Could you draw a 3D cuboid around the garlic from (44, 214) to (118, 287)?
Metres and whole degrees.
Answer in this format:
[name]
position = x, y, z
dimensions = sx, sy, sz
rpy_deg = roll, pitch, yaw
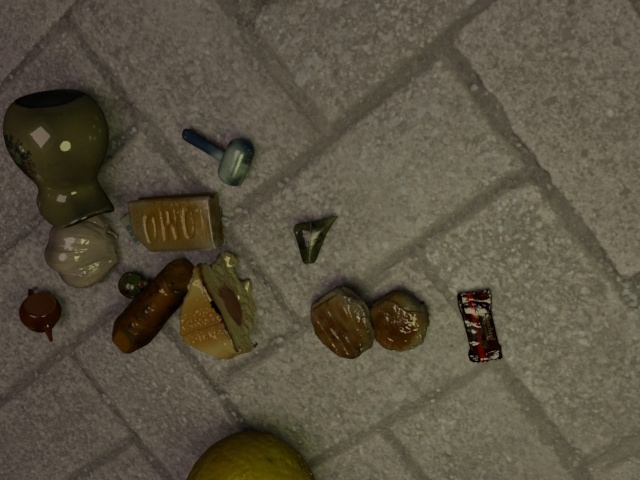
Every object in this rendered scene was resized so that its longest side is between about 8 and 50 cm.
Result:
[garlic]
position = -0.647, 0.019, 1.761
dimensions = 0.178, 0.143, 0.229
rpy_deg = 0, 97, 19

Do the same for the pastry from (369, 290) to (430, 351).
[pastry]
position = 0.185, 0.195, 1.587
dimensions = 0.153, 0.081, 0.153
rpy_deg = 5, 110, 13

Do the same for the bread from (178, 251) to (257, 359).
[bread]
position = -0.231, 0.175, 1.654
dimensions = 0.211, 0.183, 0.224
rpy_deg = 30, 114, 5

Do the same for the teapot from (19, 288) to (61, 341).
[teapot]
position = -0.795, 0.210, 1.884
dimensions = 0.173, 0.116, 0.116
rpy_deg = 50, 115, 28

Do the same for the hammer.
[hammer]
position = -0.256, -0.220, 1.614
dimensions = 0.194, 0.069, 0.116
rpy_deg = 31, 113, 12

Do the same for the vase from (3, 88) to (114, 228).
[vase]
position = -0.671, -0.223, 1.677
dimensions = 0.329, 0.241, 0.302
rpy_deg = 23, 128, 39

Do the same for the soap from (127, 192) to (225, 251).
[soap]
position = -0.366, -0.045, 1.691
dimensions = 0.232, 0.073, 0.140
rpy_deg = -2, 100, 18

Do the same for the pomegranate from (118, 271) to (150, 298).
[pomegranate]
position = -0.500, 0.123, 1.780
dimensions = 0.084, 0.073, 0.073
rpy_deg = 23, 111, 20

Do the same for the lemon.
[lemon]
position = -0.189, 0.676, 1.687
dimensions = 0.349, 0.387, 0.350
rpy_deg = 16, 127, 22

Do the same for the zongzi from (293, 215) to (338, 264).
[zongzi]
position = 0.000, 0.000, 1.610
dimensions = 0.113, 0.052, 0.104
rpy_deg = -14, 109, 7

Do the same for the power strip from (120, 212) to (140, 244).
[power strip]
position = -0.495, -0.033, 1.763
dimensions = 0.040, 0.016, 0.090
rpy_deg = -29, 96, 22

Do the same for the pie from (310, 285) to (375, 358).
[pie]
position = 0.056, 0.205, 1.615
dimensions = 0.195, 0.046, 0.195
rpy_deg = 23, 126, 35

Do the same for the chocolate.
[chocolate]
position = 0.374, 0.204, 1.561
dimensions = 0.086, 0.028, 0.182
rpy_deg = -8, 101, 16

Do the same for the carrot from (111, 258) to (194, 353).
[carrot]
position = -0.443, 0.180, 1.760
dimensions = 0.114, 0.114, 0.302
rpy_deg = 45, 112, 1
